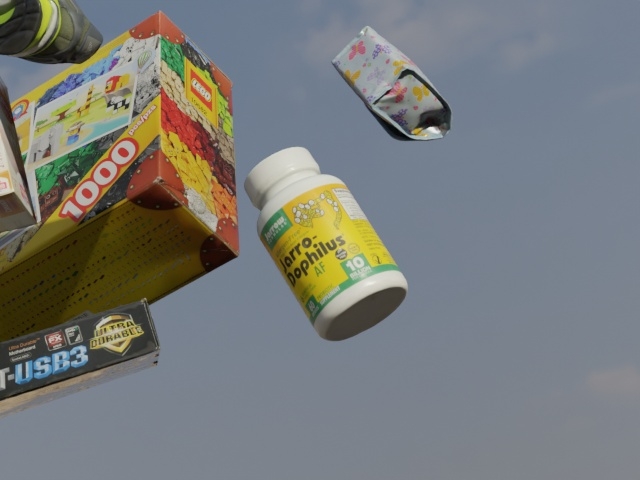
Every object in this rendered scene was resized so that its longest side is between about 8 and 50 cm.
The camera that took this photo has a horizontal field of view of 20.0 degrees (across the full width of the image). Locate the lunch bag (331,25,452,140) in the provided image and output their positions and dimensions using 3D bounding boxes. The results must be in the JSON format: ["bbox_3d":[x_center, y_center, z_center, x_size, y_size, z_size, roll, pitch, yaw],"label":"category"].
[{"bbox_3d":[0.058,-0.113,1.393,0.053,0.071,0.083,-47,-44,9],"label":"lunch bag"}]

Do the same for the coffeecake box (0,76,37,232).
[{"bbox_3d":[-0.404,-0.116,2.188,0.068,0.185,0.142,-14,-15,-2],"label":"coffeecake box"}]

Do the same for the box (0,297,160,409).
[{"bbox_3d":[-0.339,0.156,2.176,0.295,0.073,0.293,-17,-5,-7],"label":"box"}]

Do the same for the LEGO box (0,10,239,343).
[{"bbox_3d":[-0.372,-0.050,2.674,0.500,0.372,0.193,-29,-49,21],"label":"LEGO box"}]

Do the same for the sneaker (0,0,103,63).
[{"bbox_3d":[-0.343,-0.251,1.906,0.121,0.300,0.111,25,-80,-48],"label":"sneaker"}]

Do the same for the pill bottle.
[{"bbox_3d":[0.000,0.000,2.062,0.117,0.208,0.117,-27,-22,-12],"label":"pill bottle"}]
